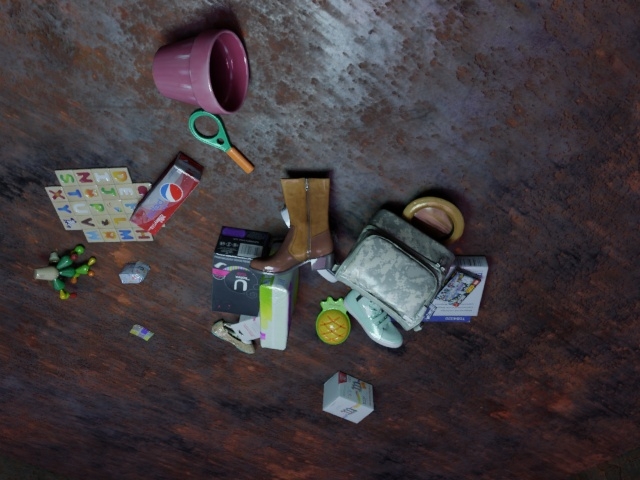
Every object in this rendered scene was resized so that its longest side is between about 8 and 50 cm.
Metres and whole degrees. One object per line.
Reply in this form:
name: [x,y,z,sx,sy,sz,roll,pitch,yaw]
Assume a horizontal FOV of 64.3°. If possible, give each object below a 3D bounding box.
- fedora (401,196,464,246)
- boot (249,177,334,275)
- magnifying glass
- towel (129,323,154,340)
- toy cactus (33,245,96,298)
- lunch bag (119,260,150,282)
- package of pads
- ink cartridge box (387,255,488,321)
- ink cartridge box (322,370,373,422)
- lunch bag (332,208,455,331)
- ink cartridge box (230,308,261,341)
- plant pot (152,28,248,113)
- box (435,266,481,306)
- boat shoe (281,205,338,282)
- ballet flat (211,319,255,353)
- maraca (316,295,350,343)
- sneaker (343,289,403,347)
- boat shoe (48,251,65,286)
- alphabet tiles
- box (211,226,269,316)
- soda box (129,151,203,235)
fedora: [0.344,-0.065,1.565,0.195,0.079,0.194,6,125,8]
boot: [-0.092,-0.043,1.502,0.264,0.096,0.280,-5,104,3]
magnifying glass: [-0.279,-0.281,1.463,0.092,0.026,0.231,-31,119,25]
towel: [-0.710,0.365,2.017,0.083,0.009,0.060,34,122,-22]
toy cactus: [-0.876,0.118,1.738,0.181,0.112,0.219,0,132,-51]
lunch bag: [-0.642,0.109,1.767,0.083,0.071,0.053,0,125,6]
package of pads: [-0.135,0.181,1.697,0.101,0.229,0.296,8,130,3]
ink cartridge box: [0.393,0.194,1.783,0.324,0.071,0.330,-1,128,3]
ink cartridge box: [0.117,0.658,2.134,0.176,0.128,0.127,27,125,-19]
lunch bag: [0.216,0.097,1.520,0.305,0.256,0.212,35,145,6]
ink cartridge box: [-0.232,0.307,1.911,0.181,0.061,0.104,-18,125,16]
plant pot: [-0.301,-0.416,1.258,0.180,0.201,0.201,7,131,19]
box: [0.452,0.156,1.687,0.094,0.027,0.137,21,125,-15]
boat shoe: [0.000,-0.002,1.619,0.105,0.113,0.306,-28,107,16]
ballet flat: [-0.321,0.370,1.966,0.206,0.073,0.067,33,109,-26]
maraca: [0.048,0.295,1.868,0.127,0.099,0.185,5,105,4]
sneaker: [0.204,0.252,1.758,0.256,0.094,0.151,42,134,10]
boat shoe: [-0.937,0.107,1.804,0.056,0.048,0.153,-5,139,-22]
alphabet tiles: [-0.685,-0.107,1.632,0.343,0.011,0.285,-2,129,4]
box: [-0.269,0.108,1.699,0.165,0.143,0.270,8,130,-3]
soda box: [-0.465,-0.138,1.540,0.092,0.083,0.263,34,121,-26]
